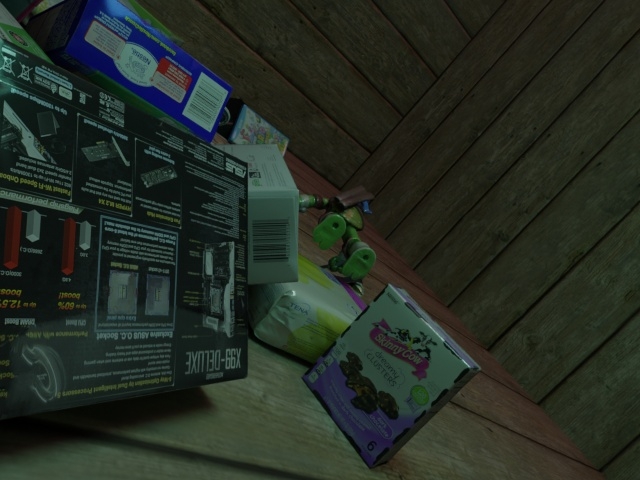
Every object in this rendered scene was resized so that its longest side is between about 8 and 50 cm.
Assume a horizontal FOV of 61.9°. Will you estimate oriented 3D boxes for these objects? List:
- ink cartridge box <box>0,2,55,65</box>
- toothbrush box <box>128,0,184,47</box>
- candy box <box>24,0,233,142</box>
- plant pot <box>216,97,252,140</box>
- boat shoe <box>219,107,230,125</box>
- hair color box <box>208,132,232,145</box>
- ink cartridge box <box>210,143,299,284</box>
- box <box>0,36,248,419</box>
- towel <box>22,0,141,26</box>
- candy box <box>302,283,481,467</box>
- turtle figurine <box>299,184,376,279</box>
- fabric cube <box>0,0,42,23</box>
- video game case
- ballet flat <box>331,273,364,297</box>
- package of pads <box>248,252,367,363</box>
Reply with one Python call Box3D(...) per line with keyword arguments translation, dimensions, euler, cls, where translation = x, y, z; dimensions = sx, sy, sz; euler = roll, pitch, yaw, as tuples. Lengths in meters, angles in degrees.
Box3D(translation=(-0.514, -0.274, 0.651), dimensions=(0.211, 0.121, 0.289), euler=(46, 11, 19), cls="ink cartridge box")
Box3D(translation=(-0.585, -0.610, 1.571), dimensions=(0.283, 0.206, 0.122), euler=(40, 10, -3), cls="toothbrush box")
Box3D(translation=(-0.357, -0.283, 0.936), dimensions=(0.317, 0.122, 0.268), euler=(13, -13, 46), cls="candy box")
Box3D(translation=(-0.278, -0.292, 1.486), dimensions=(0.187, 0.188, 0.167), euler=(47, 22, 27), cls="plant pot")
Box3D(translation=(-0.287, -0.313, 1.263), dimensions=(0.183, 0.065, 0.083), euler=(23, 19, -39), cls="boat shoe")
Box3D(translation=(-0.252, -0.189, 1.327), dimensions=(0.347, 0.105, 0.174), euler=(31, 14, -42), cls="hair color box")
Box3D(translation=(-0.183, -0.052, 0.790), dimensions=(0.272, 0.130, 0.309), euler=(-2, 21, -9), cls="ink cartridge box")
Box3D(translation=(-0.171, 0.011, 0.464), dimensions=(0.307, 0.077, 0.242), euler=(18, 69, -65), cls="box")
Box3D(translation=(-0.656, -0.631, 1.353), dimensions=(0.374, 0.090, 0.320), euler=(52, 35, -4), cls="towel")
Box3D(translation=(0.097, 0.189, 0.765), dimensions=(0.165, 0.196, 0.070), euler=(47, 11, 30), cls="candy box")
Box3D(translation=(0.000, 0.000, 1.122), dimensions=(0.266, 0.275, 0.197), euler=(-114, -166, -73), cls="turtle figurine")
Box3D(translation=(-0.601, -0.516, 0.841), dimensions=(0.258, 0.259, 0.254), euler=(44, -4, 9), cls="fabric cube")
Box3D(translation=(-0.161, -0.268, 1.427), dimensions=(0.166, 0.119, 0.015), euler=(34, -30, -34), cls="video game case")
Box3D(translation=(0.059, 0.121, 1.282), dimensions=(0.074, 0.074, 0.203), euler=(47, 17, 27), cls="ballet flat")
Box3D(translation=(-0.016, 0.117, 0.924), dimensions=(0.297, 0.101, 0.229), euler=(33, 12, -36), cls="package of pads")
